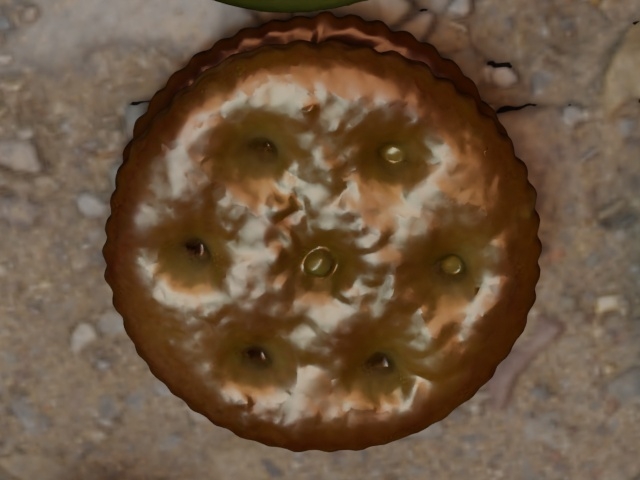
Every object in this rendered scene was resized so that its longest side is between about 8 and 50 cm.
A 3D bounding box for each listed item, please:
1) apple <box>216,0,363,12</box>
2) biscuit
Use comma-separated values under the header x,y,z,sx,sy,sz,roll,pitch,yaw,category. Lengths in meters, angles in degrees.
x,y,z,sx,sy,sz,roll,pitch,yaw,category
-0.008,-0.225,0.594,0.279,0.279,0.279,0,106,0,apple
0.000,0.000,0.740,0.220,0.066,0.220,0,110,0,biscuit
